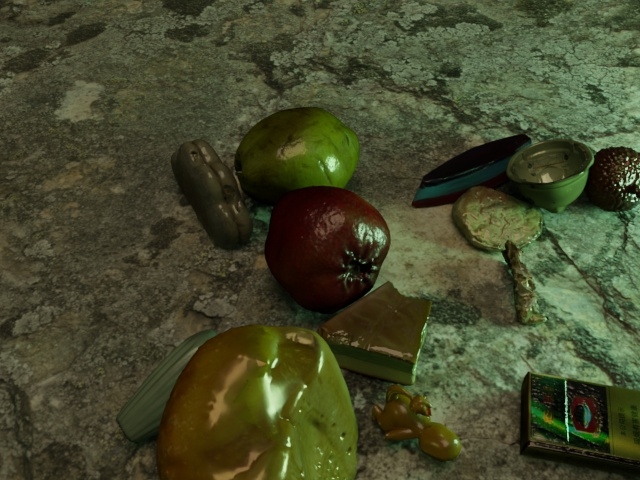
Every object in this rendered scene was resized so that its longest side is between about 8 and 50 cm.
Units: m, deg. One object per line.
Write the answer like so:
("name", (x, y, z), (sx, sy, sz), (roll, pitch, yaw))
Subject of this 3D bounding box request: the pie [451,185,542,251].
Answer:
("pie", (0.424, -0.048, 1.613), (0.218, 0.052, 0.185), (25, 51, 15))

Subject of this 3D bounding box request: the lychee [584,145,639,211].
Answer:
("lychee", (0.733, -0.149, 1.630), (0.165, 0.165, 0.197), (-16, 23, -14))

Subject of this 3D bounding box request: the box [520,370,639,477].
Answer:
("box", (0.501, 0.346, 1.245), (0.240, 0.071, 0.159), (8, 51, 8))

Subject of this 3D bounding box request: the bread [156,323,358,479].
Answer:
("bread", (-0.105, 0.328, 1.074), (0.250, 0.394, 0.361), (-1, 49, 20))

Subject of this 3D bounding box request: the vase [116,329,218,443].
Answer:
("vase", (-0.276, 0.284, 1.275), (0.248, 0.128, 0.128), (-39, 58, -19))

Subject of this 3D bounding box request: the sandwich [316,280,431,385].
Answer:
("sandwich", (0.108, 0.180, 1.374), (0.220, 0.108, 0.186), (11, 49, 13))

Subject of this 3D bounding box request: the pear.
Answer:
("pear", (-0.053, -0.192, 1.602), (0.321, 0.269, 0.269), (-17, 50, -24))

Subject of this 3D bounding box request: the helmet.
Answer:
("helmet", (0.568, -0.137, 1.627), (0.204, 0.137, 0.257), (-8, 27, 24))

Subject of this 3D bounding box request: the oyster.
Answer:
("oyster", (0.439, 0.086, 1.477), (0.061, 0.106, 0.200), (-16, 38, 4))

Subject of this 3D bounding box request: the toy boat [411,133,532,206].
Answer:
("toy boat", (0.398, -0.186, 1.733), (0.392, 0.079, 0.136), (-24, 52, -23))

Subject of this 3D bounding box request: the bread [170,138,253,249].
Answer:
("bread", (-0.272, -0.140, 1.618), (0.102, 0.183, 0.337), (-23, 54, -23))

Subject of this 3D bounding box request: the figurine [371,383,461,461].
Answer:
("figurine", (0.184, 0.332, 1.224), (0.176, 0.122, 0.121), (35, 54, 29))

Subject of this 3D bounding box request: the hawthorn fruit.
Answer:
("hawthorn fruit", (0.000, 0.000, 1.448), (0.265, 0.265, 0.307), (-25, 33, -21))
